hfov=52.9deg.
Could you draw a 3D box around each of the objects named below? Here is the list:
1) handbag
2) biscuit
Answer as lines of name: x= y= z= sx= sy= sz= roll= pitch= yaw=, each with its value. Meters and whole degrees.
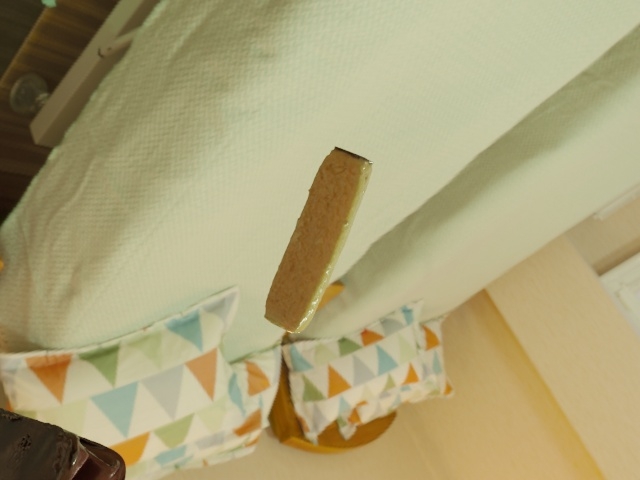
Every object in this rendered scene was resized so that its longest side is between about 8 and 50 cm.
handbag: x=-0.282 y=0.247 z=0.536 sx=0.216 sy=0.203 sz=0.074 roll=-2 pitch=142 yaw=37
biscuit: x=0.000 y=0.000 z=0.651 sx=0.188 sy=0.052 sz=0.056 roll=-67 pitch=168 yaw=2
